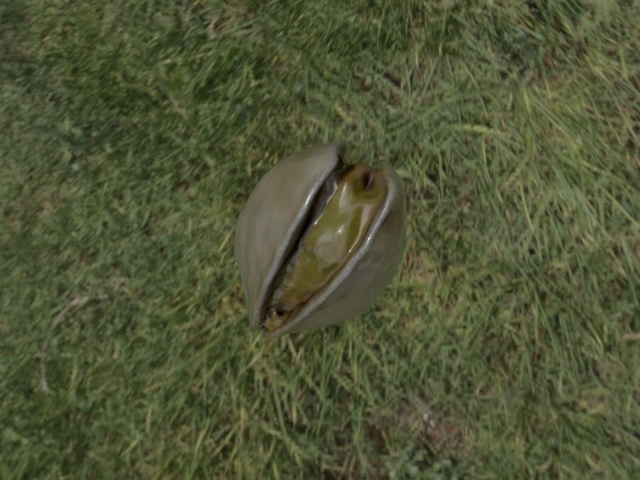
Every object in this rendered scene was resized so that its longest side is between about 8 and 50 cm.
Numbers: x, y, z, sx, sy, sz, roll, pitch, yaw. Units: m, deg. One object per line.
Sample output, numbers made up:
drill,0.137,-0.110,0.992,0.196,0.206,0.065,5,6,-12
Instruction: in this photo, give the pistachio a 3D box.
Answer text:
pistachio,0.000,0.000,0.771,0.126,0.152,0.223,30,155,-3
